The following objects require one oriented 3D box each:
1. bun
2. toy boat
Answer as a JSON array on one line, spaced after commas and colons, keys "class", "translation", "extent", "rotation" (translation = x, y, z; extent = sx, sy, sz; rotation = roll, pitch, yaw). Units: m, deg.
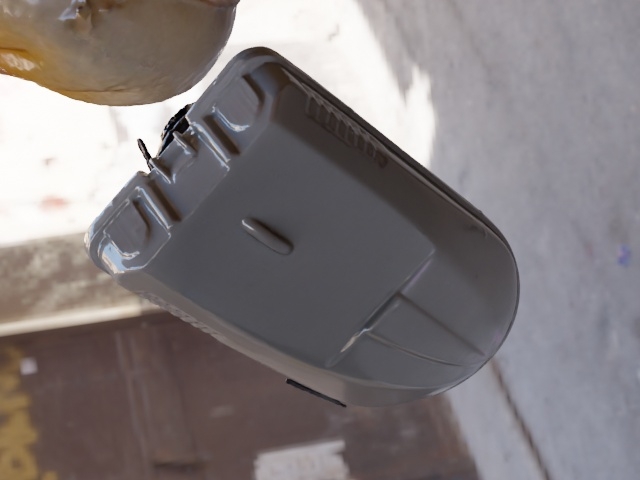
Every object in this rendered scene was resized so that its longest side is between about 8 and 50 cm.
[{"class": "bun", "translation": [-0.205, -0.203, 1.062], "extent": [0.165, 0.299, 0.299], "rotation": [-46, 37, 20]}, {"class": "toy boat", "translation": [0.000, 0.002, 0.754], "extent": [0.269, 0.140, 0.141], "rotation": [29, -137, -56]}]
